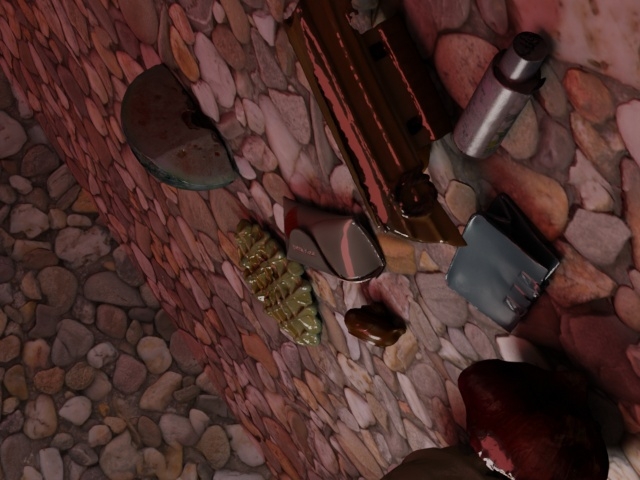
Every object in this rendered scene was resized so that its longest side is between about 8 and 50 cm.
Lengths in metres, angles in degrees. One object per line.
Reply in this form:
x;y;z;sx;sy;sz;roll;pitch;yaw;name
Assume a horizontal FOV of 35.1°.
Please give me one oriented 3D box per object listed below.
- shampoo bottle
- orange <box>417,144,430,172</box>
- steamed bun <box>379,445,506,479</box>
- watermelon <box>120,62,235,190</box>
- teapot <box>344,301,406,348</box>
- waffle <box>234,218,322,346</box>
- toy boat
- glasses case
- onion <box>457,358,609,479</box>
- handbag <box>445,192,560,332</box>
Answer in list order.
0.227;-0.181;1.272;0.072;0.072;0.214;53;157;15;shampoo bottle
0.128;-0.132;1.539;0.083;0.070;0.083;40;148;32;orange
0.267;0.505;1.889;0.324;0.219;0.310;0;138;36;steamed bun
-0.349;-0.212;2.280;0.322;0.188;0.175;56;154;22;watermelon
0.107;0.160;1.965;0.129;0.078;0.098;23;-179;41;teapot
-0.099;0.103;2.336;0.292;0.056;0.309;40;150;39;waffle
0.090;-0.184;1.442;0.136;0.162;0.446;-157;42;-82;toy boat
-0.001;-0.002;1.955;0.308;0.083;0.128;18;135;58;glasses case
0.335;0.270;1.520;0.272;0.195;0.272;44;-167;-12;onion
0.266;0.042;1.496;0.144;0.057;0.221;47;155;17;handbag
